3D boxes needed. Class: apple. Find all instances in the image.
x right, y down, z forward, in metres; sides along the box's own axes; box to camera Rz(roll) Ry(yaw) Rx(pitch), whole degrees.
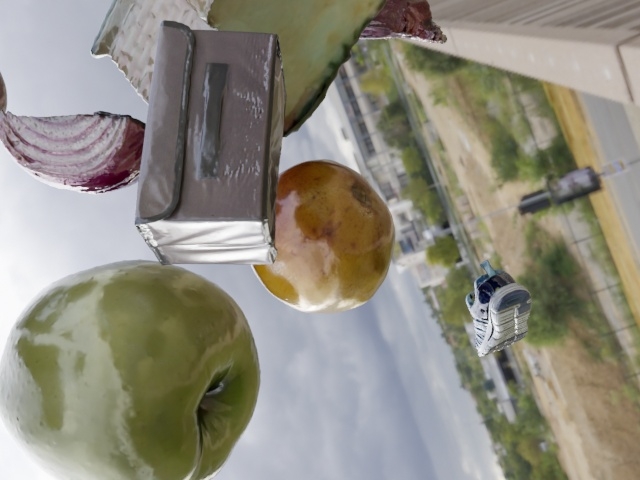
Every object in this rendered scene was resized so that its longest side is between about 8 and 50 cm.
[{"bbox_3d":[-0.345,0.247,1.518,0.473,0.473,0.474,-20,-90,-83],"label":"apple"}]

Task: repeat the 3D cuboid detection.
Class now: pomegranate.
[{"bbox_3d":[0.000,0.000,1.411,0.264,0.264,0.265,-20,-90,-83],"label":"pomegranate"}]

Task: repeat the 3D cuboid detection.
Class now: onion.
[{"bbox_3d":[-0.382,-0.126,1.370,0.247,0.249,0.111,68,-157,-77],"label":"onion"},{"bbox_3d":[0.138,-0.535,1.858,0.267,0.348,0.159,-34,-49,-50],"label":"onion"}]

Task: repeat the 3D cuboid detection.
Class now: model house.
[{"bbox_3d":[-0.163,-0.453,1.421,0.400,0.446,0.395,46,-148,23],"label":"model house"}]

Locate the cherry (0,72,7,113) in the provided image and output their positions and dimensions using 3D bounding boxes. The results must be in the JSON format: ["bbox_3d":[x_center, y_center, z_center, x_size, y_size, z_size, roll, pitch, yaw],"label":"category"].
[{"bbox_3d":[-0.723,-0.288,1.590,0.213,0.285,0.236,-47,-60,-34],"label":"cherry"}]

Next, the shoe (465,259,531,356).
[{"bbox_3d":[0.302,0.123,1.442,0.207,0.091,0.106,84,159,-48],"label":"shoe"}]

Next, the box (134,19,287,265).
[{"bbox_3d":[-0.125,-0.110,1.030,0.188,0.153,0.253,90,-177,-73],"label":"box"}]
